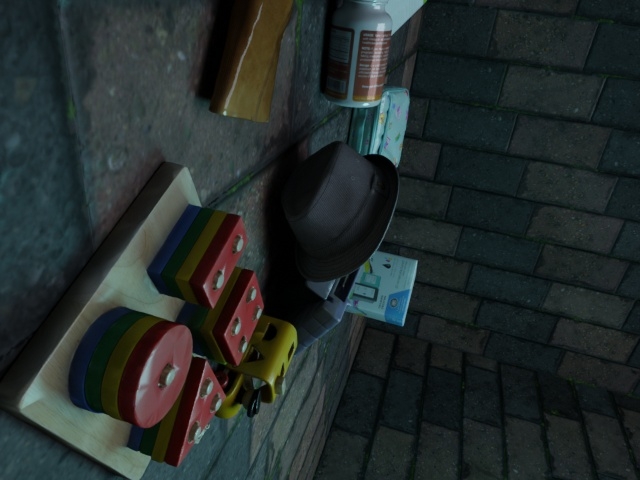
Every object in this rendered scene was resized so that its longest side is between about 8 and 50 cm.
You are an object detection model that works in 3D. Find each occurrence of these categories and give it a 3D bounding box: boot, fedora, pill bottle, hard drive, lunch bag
[{"bbox_3d":[-0.081,-0.273,0.488,0.264,0.096,0.280,-49,158,-81],"label":"boot"},{"bbox_3d":[0.013,-0.075,0.840,0.124,0.243,0.275,40,54,-30],"label":"fedora"},{"bbox_3d":[0.076,-0.384,0.926,0.121,0.121,0.216,-58,158,-57],"label":"pill bottle"},{"bbox_3d":[0.000,0.011,0.967,0.172,0.054,0.255,-23,-142,56],"label":"hard drive"},{"bbox_3d":[0.167,-0.313,1.380,0.224,0.108,0.279,-29,131,-55],"label":"lunch bag"}]

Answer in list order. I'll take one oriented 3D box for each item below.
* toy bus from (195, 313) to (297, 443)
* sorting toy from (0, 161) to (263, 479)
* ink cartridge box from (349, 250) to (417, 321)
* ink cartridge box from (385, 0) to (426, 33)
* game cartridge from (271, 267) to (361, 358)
[{"bbox_3d":[-0.107,0.223,0.777,0.191,0.104,0.202,2,100,-78],"label":"toy bus"},{"bbox_3d":[-0.149,0.102,0.490,0.257,0.089,0.255,88,19,-53],"label":"sorting toy"},{"bbox_3d":[0.165,0.147,1.553,0.197,0.270,0.198,59,45,-71],"label":"ink cartridge box"},{"bbox_3d":[0.128,-0.552,1.097,0.255,0.097,0.189,-43,169,5],"label":"ink cartridge box"},{"bbox_3d":[0.009,0.112,1.054,0.230,0.068,0.355,-49,-174,36],"label":"game cartridge"}]
